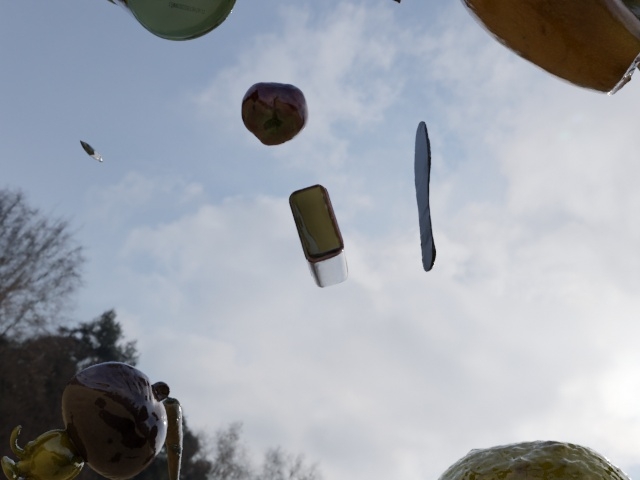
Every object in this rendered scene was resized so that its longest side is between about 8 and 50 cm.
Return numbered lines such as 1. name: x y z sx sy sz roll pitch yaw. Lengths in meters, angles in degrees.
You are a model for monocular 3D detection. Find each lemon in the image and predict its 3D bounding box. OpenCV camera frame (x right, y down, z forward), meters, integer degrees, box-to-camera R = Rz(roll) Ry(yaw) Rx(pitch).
1. lemon: 0.254 0.377 0.810 0.322 0.268 0.268 -13 -49 25

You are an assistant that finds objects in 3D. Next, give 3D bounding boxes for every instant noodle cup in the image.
1. instant noodle cup: -0.306 -0.556 1.329 0.221 0.311 0.311 52 -15 37

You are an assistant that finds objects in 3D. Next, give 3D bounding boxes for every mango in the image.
1. mango: 0.275 -0.322 0.858 0.359 0.144 0.187 42 -6 -18

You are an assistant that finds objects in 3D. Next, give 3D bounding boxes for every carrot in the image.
1. carrot: -0.311 0.433 1.411 0.049 0.049 0.254 17 -60 25

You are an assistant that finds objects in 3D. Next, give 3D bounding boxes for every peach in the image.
1. peach: -0.104 -0.296 1.501 0.152 0.152 0.152 23 -31 15

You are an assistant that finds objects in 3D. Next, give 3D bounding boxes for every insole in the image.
1. insole: 0.232 -0.101 1.491 0.009 0.348 0.119 1 -17 -8

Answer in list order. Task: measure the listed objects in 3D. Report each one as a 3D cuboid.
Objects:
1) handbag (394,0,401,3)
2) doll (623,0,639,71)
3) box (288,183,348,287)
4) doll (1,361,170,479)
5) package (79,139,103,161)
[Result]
1. handbag: 0.039 -0.487 1.014 0.235 0.127 0.213 50 7 18
2. doll: 0.508 -0.327 0.955 0.278 0.149 0.175 5 -55 -17
3. box: 0.000 0.000 1.085 0.069 0.120 0.224 -17 -16 0
4. doll: -0.266 0.213 0.771 0.096 0.188 0.145 -160 -113 -65
5. package: -0.420 -0.163 1.228 0.037 0.015 0.110 42 -6 -7
